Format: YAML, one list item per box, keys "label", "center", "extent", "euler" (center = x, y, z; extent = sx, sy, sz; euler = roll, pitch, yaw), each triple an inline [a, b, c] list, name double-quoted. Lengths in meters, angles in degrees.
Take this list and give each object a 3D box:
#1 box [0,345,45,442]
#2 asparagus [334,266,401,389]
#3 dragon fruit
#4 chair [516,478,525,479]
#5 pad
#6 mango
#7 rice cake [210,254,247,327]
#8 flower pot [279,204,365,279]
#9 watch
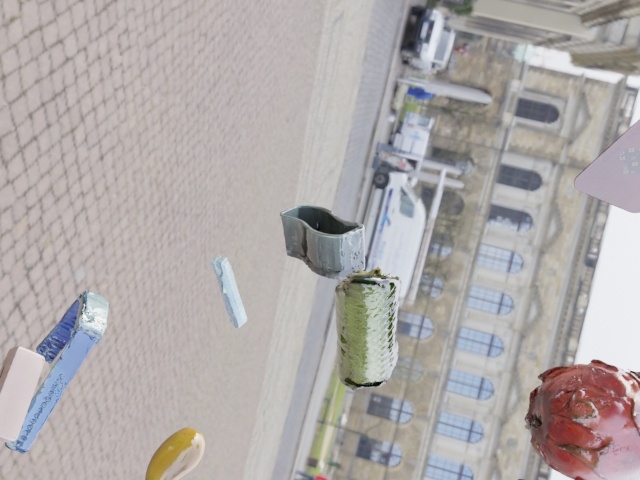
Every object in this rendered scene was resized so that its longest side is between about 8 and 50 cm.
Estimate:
- label: "box"
  center: [-0.392, 0.195, 0.846]
  extent: [0.048, 0.025, 0.115]
  euler: [42, 45, -43]
- label: "asparagus"
  center: [0.079, 0.130, 1.094]
  extent: [0.128, 0.108, 0.382]
  euler: [-53, 156, -29]
- label: "dragon fruit"
  center: [0.630, 0.412, 1.512]
  extent: [0.295, 0.301, 0.296]
  euler: [-170, -90, -85]
- label: "chair"
  center: [0.117, 0.556, 0.945]
  extent: [0.364, 0.410, 0.362]
  euler: [-112, -140, -71]
- label: "pad"
  center: [0.611, -0.151, 1.213]
  extent: [0.267, 0.181, 0.004]
  euler: [125, -20, -47]
- label: "mango"
  center: [-0.363, 0.546, 1.645]
  extent: [0.184, 0.102, 0.085]
  euler: [-49, 164, -21]
- label: "rice cake"
  center: [-0.199, 0.114, 1.439]
  extent: [0.042, 0.030, 0.180]
  euler: [-42, 132, -40]
- label: "flower pot"
  center: [0.000, 0.000, 1.495]
  extent: [0.103, 0.229, 0.108]
  euler: [-18, 115, -30]
- label: "watch"
  center: [-0.552, 0.258, 1.398]
  extent: [0.274, 0.068, 0.276]
  euler: [-43, -149, 21]
